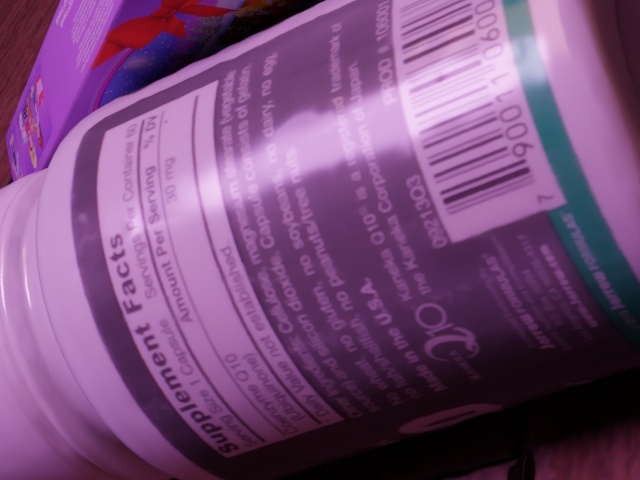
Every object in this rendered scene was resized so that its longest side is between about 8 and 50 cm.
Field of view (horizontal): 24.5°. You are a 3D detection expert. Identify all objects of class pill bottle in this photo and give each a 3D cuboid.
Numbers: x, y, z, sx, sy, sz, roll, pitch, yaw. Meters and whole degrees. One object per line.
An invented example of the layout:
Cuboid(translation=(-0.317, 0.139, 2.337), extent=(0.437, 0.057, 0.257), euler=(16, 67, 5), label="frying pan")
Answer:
Cuboid(translation=(0.000, 0.000, 0.697), extent=(0.361, 0.204, 0.204), euler=(-21, 33, 27), label="pill bottle")

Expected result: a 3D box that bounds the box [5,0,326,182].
Cuboid(translation=(-0.045, -0.098, 0.801), extent=(0.201, 0.057, 0.293), euler=(-6, -17, -24), label="box")
